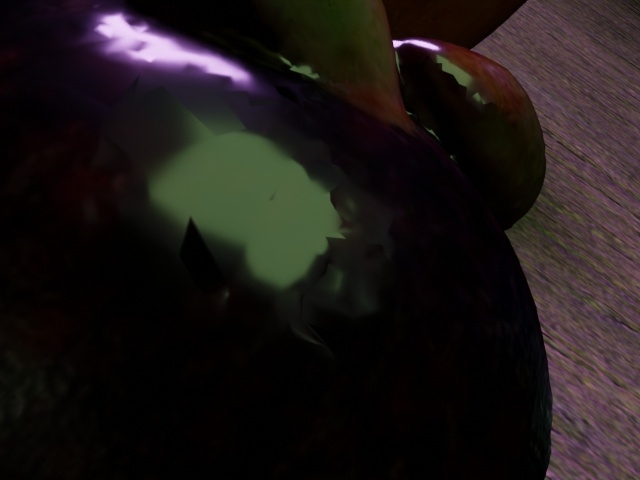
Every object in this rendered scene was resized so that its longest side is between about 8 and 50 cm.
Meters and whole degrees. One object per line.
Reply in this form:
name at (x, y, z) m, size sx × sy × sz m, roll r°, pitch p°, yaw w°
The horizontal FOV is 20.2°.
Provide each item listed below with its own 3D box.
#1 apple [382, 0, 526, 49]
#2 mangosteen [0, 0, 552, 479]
apple at (0.008, -0.303, 1.366) m, size 0.400 × 0.333 × 0.400 m, roll 41°, pitch 2°, yaw -1°
mangosteen at (-0.054, 0.030, 0.577) m, size 0.288 × 0.288 × 0.288 m, roll 32°, pitch 21°, yaw -14°
